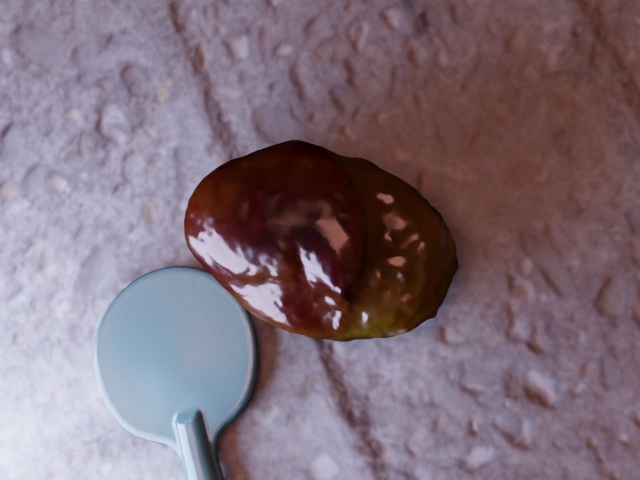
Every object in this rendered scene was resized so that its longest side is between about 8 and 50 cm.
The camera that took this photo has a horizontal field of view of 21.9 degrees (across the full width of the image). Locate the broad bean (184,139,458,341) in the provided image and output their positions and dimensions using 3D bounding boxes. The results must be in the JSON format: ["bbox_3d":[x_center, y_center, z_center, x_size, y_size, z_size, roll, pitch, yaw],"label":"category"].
[{"bbox_3d":[-0.002,0.002,1.366,0.228,0.122,0.156,21,88,17],"label":"broad bean"}]

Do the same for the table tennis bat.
[{"bbox_3d":[-0.115,0.139,1.426,0.149,0.038,0.237,-18,77,10],"label":"table tennis bat"}]
